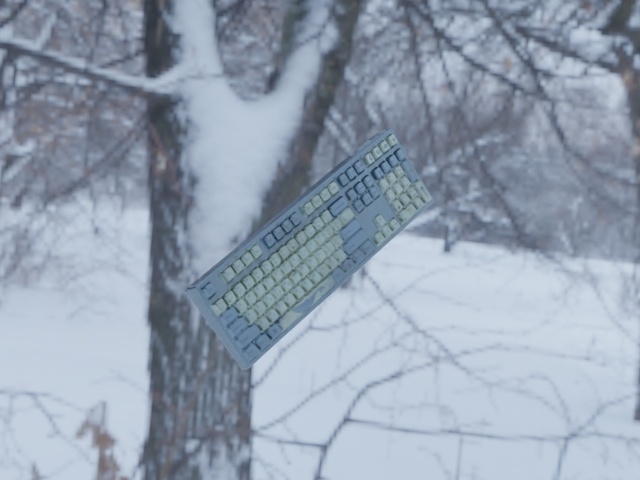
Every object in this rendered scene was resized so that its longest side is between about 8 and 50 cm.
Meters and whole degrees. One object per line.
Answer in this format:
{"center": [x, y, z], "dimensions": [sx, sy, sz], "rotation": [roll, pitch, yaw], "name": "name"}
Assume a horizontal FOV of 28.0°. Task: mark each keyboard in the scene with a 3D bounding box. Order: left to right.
{"center": [0.000, 0.000, 0.729], "dimensions": [0.176, 0.055, 0.014], "rotation": [-40, 13, -36], "name": "keyboard"}
